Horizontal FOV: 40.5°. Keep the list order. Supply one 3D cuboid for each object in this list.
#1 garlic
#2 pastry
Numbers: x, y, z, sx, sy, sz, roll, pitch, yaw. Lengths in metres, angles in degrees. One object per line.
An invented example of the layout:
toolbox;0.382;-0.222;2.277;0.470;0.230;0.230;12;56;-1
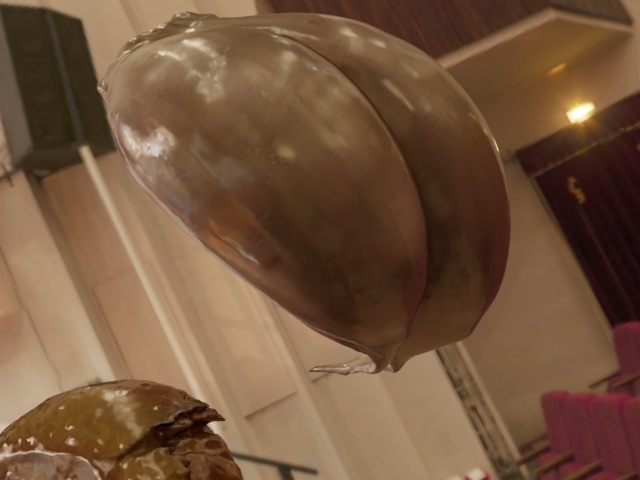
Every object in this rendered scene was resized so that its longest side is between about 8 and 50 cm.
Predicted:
garlic;0.000;0.000;0.600;0.246;0.340;0.231;-15;26;25
pastry;-0.222;0.312;0.873;0.356;0.356;0.164;-29;-29;17
